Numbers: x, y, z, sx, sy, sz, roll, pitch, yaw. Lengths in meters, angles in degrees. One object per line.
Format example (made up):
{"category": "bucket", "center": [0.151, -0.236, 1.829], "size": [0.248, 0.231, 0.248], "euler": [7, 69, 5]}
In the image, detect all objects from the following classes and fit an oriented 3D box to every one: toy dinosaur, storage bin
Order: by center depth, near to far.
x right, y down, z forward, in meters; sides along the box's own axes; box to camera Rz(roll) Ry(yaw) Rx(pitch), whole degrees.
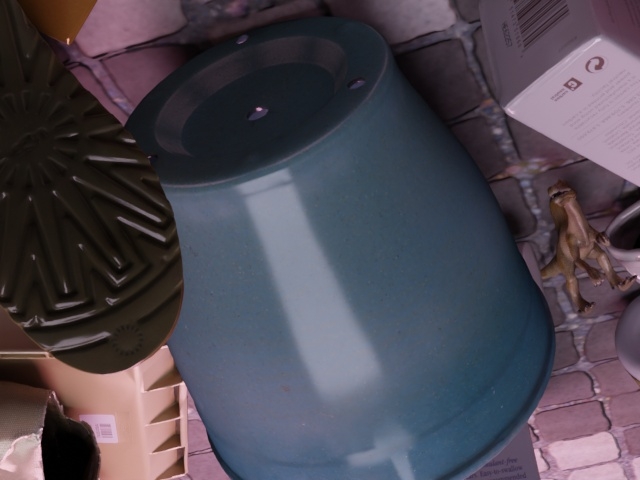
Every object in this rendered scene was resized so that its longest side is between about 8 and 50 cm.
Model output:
{"category": "toy dinosaur", "center": [0.213, 0.010, 0.873], "size": [0.053, 0.092, 0.183], "euler": [-25, 154, -7]}
{"category": "storage bin", "center": [-0.250, 0.115, 0.941], "size": [0.261, 0.123, 0.262], "euler": [0, 142, -7]}

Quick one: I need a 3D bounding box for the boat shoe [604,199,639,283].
{"category": "boat shoe", "center": [0.346, -0.040, 0.817], "size": [0.268, 0.096, 0.088], "euler": [-26, 142, 38]}

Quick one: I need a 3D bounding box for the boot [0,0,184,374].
{"category": "boot", "center": [-0.149, -0.030, 0.606], "size": [0.089, 0.236, 0.269], "euler": [-26, 175, -10]}

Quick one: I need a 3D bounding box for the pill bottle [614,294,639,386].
{"category": "pill bottle", "center": [0.363, 0.126, 1.020], "size": [0.103, 0.103, 0.184], "euler": [-23, 139, 23]}

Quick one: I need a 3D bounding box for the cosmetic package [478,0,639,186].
{"category": "cosmetic package", "center": [0.221, -0.102, 0.701], "size": [0.231, 0.117, 0.085], "euler": [24, 135, -30]}

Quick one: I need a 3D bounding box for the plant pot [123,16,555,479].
{"category": "plant pot", "center": [0.000, 0.000, 0.716], "size": [0.272, 0.271, 0.255], "euler": [-14, 127, 13]}

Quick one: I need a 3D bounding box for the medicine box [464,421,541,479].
{"category": "medicine box", "center": [0.132, 0.235, 0.991], "size": [0.149, 0.289, 0.263], "euler": [-12, 142, 8]}

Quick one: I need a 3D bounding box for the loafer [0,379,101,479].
{"category": "loafer", "center": [-0.223, 0.205, 0.876], "size": [0.092, 0.101, 0.268], "euler": [-6, 143, 12]}

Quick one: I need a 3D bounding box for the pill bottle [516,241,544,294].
{"category": "pill bottle", "center": [0.103, 0.047, 0.893], "size": [0.160, 0.087, 0.087], "euler": [-10, 143, 23]}

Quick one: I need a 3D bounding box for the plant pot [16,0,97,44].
{"category": "plant pot", "center": [-0.154, -0.180, 0.599], "size": [0.081, 0.081, 0.083], "euler": [27, 125, -34]}
